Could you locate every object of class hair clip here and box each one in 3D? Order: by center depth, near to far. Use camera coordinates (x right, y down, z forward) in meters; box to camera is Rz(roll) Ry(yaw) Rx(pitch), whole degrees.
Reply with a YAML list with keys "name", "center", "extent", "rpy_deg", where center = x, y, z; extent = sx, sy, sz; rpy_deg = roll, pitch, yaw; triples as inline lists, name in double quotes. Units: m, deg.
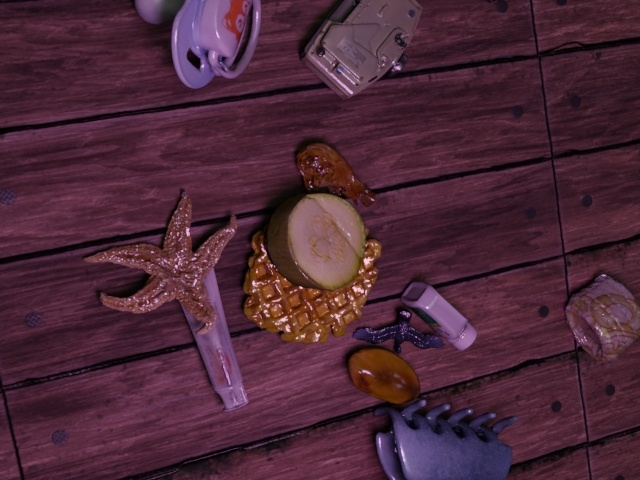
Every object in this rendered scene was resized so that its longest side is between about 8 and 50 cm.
- name: "hair clip"
  center: [0.275, 0.500, 1.729]
  extent: [0.318, 0.392, 0.238]
  rpy_deg: [14, 64, -17]

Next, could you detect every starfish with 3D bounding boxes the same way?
- name: "starfish"
  center: [-0.305, 0.042, 1.601]
  extent: [0.299, 0.060, 0.302]
  rpy_deg: [33, 75, 3]

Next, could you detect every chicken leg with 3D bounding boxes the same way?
- name: "chicken leg"
  center: [0.036, -0.131, 1.695]
  extent: [0.207, 0.085, 0.101]
  rpy_deg: [36, 49, -24]

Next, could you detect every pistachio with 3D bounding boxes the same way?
- name: "pistachio"
  center: [0.139, 0.300, 1.756]
  extent: [0.189, 0.100, 0.110]
  rpy_deg: [25, 66, -17]

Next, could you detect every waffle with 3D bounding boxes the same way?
- name: "waffle"
  center: [-0.021, 0.068, 1.699]
  extent: [0.302, 0.068, 0.324]
  rpy_deg: [20, 86, -19]

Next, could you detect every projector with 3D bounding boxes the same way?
- name: "projector"
  center: [0.104, -0.442, 1.691]
  extent: [0.193, 0.088, 0.269]
  rpy_deg: [40, 81, -14]

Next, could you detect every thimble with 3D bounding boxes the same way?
- name: "thimble"
  center: [0.701, 0.188, 1.912]
  extent: [0.144, 0.137, 0.190]
  rpy_deg: [-29, 91, -15]

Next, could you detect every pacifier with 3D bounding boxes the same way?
- name: "pacifier"
  center: [-0.257, -0.453, 1.538]
  extent: [0.233, 0.244, 0.299]
  rpy_deg: [17, 83, 12]

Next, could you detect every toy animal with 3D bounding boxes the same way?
- name: "toy animal"
  center: [0.185, 0.209, 1.779]
  extent: [0.220, 0.062, 0.107]
  rpy_deg: [10, 93, -6]

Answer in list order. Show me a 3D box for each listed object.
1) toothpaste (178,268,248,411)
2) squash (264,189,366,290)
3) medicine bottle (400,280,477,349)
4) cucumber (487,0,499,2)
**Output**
- name: "toothpaste"
  center: [-0.230, 0.199, 1.641]
  extent: [0.100, 0.066, 0.323]
  rpy_deg: [-18, 91, -13]
- name: "squash"
  center: [0.004, -0.005, 1.609]
  extent: [0.220, 0.133, 0.220]
  rpy_deg: [3, 84, -23]
- name: "medicine bottle"
  center: [0.275, 0.172, 1.777]
  extent: [0.183, 0.119, 0.069]
  rpy_deg: [40, 78, -19]
- name: "cucumber"
  center: [0.359, -0.617, 1.784]
  extent: [0.181, 0.053, 0.053]
  rpy_deg: [44, 80, -14]
